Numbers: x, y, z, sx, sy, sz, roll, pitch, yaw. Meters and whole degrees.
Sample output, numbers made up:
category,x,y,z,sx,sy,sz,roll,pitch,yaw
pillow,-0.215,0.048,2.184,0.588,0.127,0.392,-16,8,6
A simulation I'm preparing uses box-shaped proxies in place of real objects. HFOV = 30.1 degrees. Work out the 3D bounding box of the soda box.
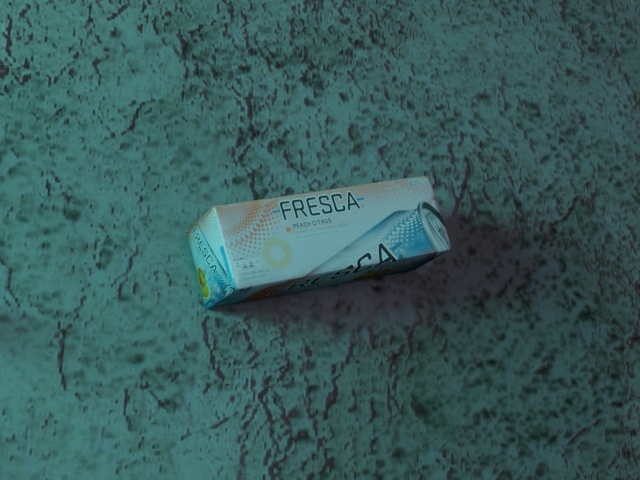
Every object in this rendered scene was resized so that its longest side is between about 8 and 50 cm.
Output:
category,x,y,z,sx,sy,sz,roll,pitch,yaw
soda box,0.000,0.000,0.857,0.183,0.058,0.063,-10,78,-30
